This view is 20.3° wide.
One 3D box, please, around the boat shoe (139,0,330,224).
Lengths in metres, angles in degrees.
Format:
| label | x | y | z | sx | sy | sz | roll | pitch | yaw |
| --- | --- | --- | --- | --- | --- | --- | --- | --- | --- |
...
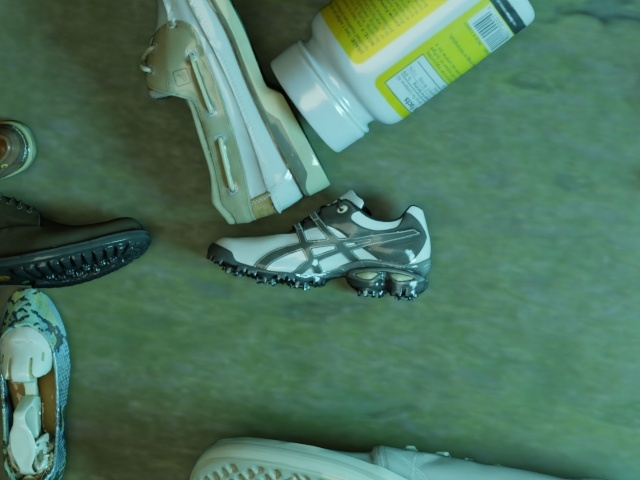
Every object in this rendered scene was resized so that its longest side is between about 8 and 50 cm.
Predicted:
| label | x | y | z | sx | sy | sz | roll | pitch | yaw |
| --- | --- | --- | --- | --- | --- | --- | --- | --- | --- |
| boat shoe | -0.107 | -0.157 | 1.555 | 0.103 | 0.113 | 0.302 | -29 | 90 | 3 |

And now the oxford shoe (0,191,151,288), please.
| label | x | y | z | sx | sy | sz | roll | pitch | yaw |
| --- | --- | --- | --- | --- | --- | --- | --- | --- | --- |
| oxford shoe | -0.266 | -0.005 | 1.603 | 0.227 | 0.083 | 0.096 | -6 | 71 | -2 |

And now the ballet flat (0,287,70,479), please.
| label | x | y | z | sx | sy | sz | roll | pitch | yaw |
| --- | --- | --- | --- | --- | --- | --- | --- | --- | --- |
| ballet flat | -0.262 | 0.138 | 1.618 | 0.070 | 0.070 | 0.188 | -6 | 92 | 8 |

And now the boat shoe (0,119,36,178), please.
| label | x | y | z | sx | sy | sz | roll | pitch | yaw |
| --- | --- | --- | --- | --- | --- | --- | --- | --- | --- |
| boat shoe | -0.347 | -0.063 | 1.618 | 0.178 | 0.060 | 0.064 | -22 | 91 | 8 |

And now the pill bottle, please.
| label | x | y | z | sx | sy | sz | roll | pitch | yaw |
| --- | --- | --- | --- | --- | --- | --- | --- | --- | --- |
| pill bottle | 0.068 | -0.175 | 1.528 | 0.208 | 0.119 | 0.119 | -36 | 88 | 8 |

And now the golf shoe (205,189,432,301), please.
| label | x | y | z | sx | sy | sz | roll | pitch | yaw |
| --- | --- | --- | --- | --- | --- | --- | --- | --- | --- |
| golf shoe | 0.000 | 0.000 | 1.575 | 0.198 | 0.077 | 0.094 | 5 | 88 | -2 |

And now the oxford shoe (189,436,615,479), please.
| label | x | y | z | sx | sy | sz | roll | pitch | yaw |
| --- | --- | --- | --- | --- | --- | --- | --- | --- | --- |
| oxford shoe | 0.110 | 0.247 | 1.544 | 0.449 | 0.130 | 0.169 | 10 | 129 | 7 |
